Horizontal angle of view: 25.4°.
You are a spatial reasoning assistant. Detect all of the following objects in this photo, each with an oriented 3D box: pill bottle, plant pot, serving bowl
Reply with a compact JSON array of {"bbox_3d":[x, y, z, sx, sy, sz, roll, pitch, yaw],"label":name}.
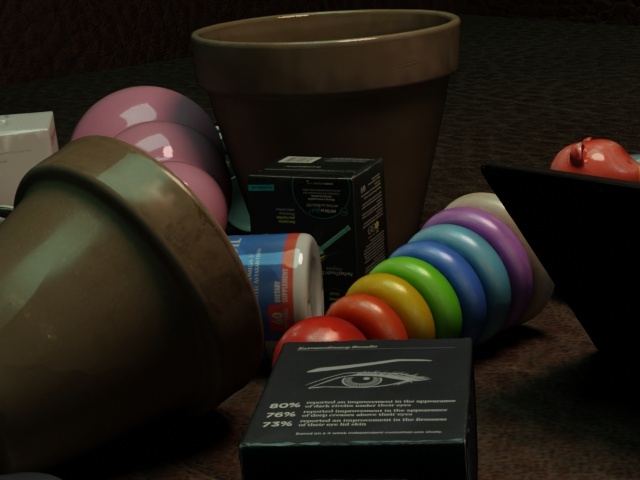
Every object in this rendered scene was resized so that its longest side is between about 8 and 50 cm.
[{"bbox_3d":[-0.113,0.058,1.379,0.221,0.124,0.124,-3,15,8],"label":"pill bottle"},{"bbox_3d":[-0.213,0.079,1.168,0.263,0.263,0.229,10,38,43],"label":"plant pot"},{"bbox_3d":[-0.092,-0.047,1.871,0.083,0.083,0.027,-7,-15,-11],"label":"serving bowl"},{"bbox_3d":[0.016,-0.125,1.720,0.323,0.280,0.323,-5,14,1],"label":"plant pot"}]

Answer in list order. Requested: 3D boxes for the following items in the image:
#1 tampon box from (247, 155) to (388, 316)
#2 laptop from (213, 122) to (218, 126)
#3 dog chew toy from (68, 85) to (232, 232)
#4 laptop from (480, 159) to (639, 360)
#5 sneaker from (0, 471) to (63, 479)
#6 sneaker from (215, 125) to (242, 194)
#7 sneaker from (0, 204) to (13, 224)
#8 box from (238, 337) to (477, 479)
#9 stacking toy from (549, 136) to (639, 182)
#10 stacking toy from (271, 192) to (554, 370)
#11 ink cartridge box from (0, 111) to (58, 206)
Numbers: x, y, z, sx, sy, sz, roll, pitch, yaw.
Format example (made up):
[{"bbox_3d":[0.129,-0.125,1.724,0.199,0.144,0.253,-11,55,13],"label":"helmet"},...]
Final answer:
[{"bbox_3d":[0.000,0.000,1.489,0.120,0.161,0.101,3,16,21],"label":"tampon box"},{"bbox_3d":[-0.224,-0.118,2.279,0.234,0.137,0.264,3,-9,24],"label":"laptop"},{"bbox_3d":[-0.200,-0.066,1.744,0.206,0.207,0.332,-8,23,-15],"label":"dog chew toy"},{"bbox_3d":[0.419,0.011,1.206,0.382,0.408,0.236,12,59,48],"label":"laptop"},{"bbox_3d":[-0.262,0.195,0.913,0.126,0.128,0.321,1,14,25],"label":"sneaker"},{"bbox_3d":[-0.155,-0.098,1.956,0.350,0.131,0.148,-4,11,-1],"label":"sneaker"},{"bbox_3d":[-0.266,0.011,1.604,0.228,0.086,0.132,21,3,-2],"label":"sneaker"},{"bbox_3d":[0.035,0.152,1.014,0.153,0.108,0.207,-2,15,9],"label":"box"},{"bbox_3d":[0.379,-0.065,1.579,0.279,0.130,0.309,-9,6,9],"label":"stacking toy"},{"bbox_3d":[0.076,0.071,1.308,0.141,0.141,0.330,9,26,40],"label":"stacking toy"},{"bbox_3d":[-0.351,-0.050,1.717,0.082,0.191,0.139,-6,15,-6],"label":"ink cartridge box"}]
